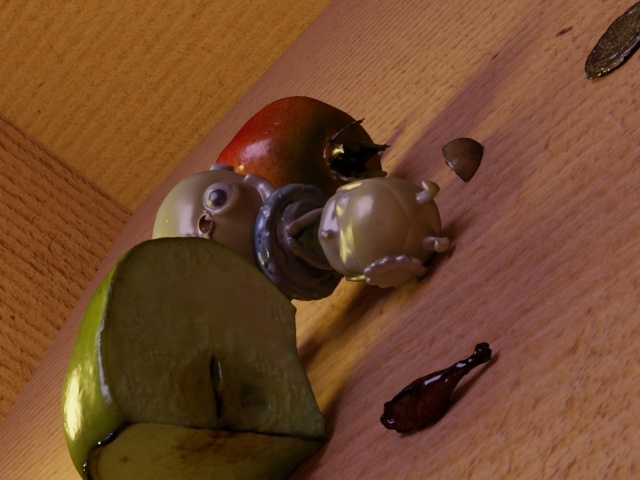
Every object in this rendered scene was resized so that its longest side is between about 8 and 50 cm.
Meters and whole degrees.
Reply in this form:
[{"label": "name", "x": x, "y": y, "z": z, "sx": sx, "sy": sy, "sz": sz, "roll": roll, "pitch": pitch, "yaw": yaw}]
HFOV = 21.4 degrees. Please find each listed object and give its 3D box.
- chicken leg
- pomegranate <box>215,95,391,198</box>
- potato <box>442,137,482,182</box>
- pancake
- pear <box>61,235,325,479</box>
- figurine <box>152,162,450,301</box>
[{"label": "chicken leg", "x": 0.100, "y": 0.133, "z": 1.493, "sx": 0.062, "sy": 0.037, "sz": 0.145, "roll": -44, "pitch": 2, "yaw": -37}, {"label": "pomegranate", "x": -0.017, "y": -0.076, "z": 2.163, "sx": 0.257, "sy": 0.221, "sz": 0.221, "roll": -20, "pitch": 33, "yaw": 51}, {"label": "potato", "x": 0.164, "y": -0.103, "z": 1.941, "sx": 0.036, "sy": 0.037, "sz": 0.093, "roll": -45, "pitch": 12, "yaw": 16}, {"label": "pancake", "x": 0.310, "y": -0.208, "z": 1.737, "sx": 0.115, "sy": 0.011, "sz": 0.115, "roll": -50, "pitch": 11, "yaw": 14}, {"label": "pear", "x": -0.157, "y": 0.128, "z": 1.758, "sx": 0.176, "sy": 0.286, "sz": 0.281, "roll": -43, "pitch": 50, "yaw": 39}, {"label": "figurine", "x": 0.000, "y": 0.000, "z": 1.923, "sx": 0.394, "sy": 0.275, "sz": 0.226, "roll": -12, "pitch": 81, "yaw": 43}]
